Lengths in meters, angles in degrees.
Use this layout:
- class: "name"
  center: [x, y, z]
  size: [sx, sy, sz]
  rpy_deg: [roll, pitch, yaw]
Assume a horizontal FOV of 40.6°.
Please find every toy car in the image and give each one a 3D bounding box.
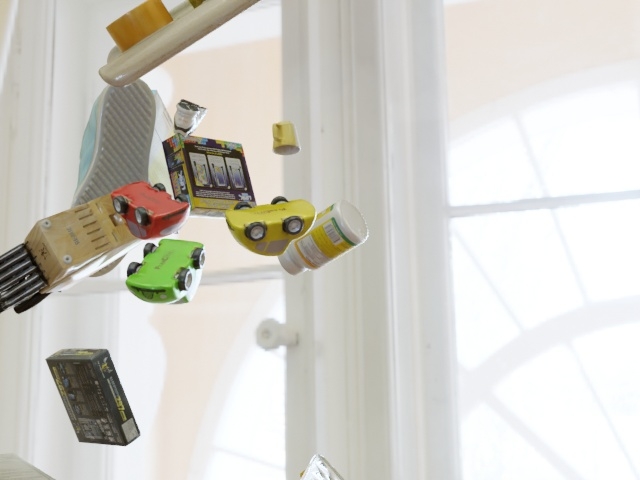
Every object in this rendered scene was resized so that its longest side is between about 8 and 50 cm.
- class: "toy car"
  center: [-0.138, 0.011, 0.903]
  size: [0.239, 0.053, 0.225]
  rpy_deg: [6, 28, 12]

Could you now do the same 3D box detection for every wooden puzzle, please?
- class: "wooden puzzle"
  center: [-0.207, -0.362, 1.332]
  size: [0.322, 0.080, 0.348]
  rpy_deg: [-33, 21, -2]

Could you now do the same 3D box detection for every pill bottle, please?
- class: "pill bottle"
  center: [0.000, 0.000, 2.056]
  size: [0.208, 0.117, 0.118]
  rpy_deg: [-32, -24, 26]

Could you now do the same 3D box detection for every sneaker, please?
- class: "sneaker"
  center: [-0.384, -0.115, 1.587]
  size: [0.135, 0.365, 0.150]
  rpy_deg: [17, -2, -22]
- class: "sneaker"
  center: [-0.186, -0.170, 1.204]
  size: [0.040, 0.043, 0.109]
  rpy_deg: [19, 13, 0]

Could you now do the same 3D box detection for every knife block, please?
- class: "knife block"
  center: [-0.422, 0.026, 1.437]
  size: [0.276, 0.088, 0.242]
  rpy_deg: [-27, -5, -38]

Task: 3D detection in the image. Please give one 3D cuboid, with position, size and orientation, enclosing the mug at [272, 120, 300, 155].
- class: "mug"
  center: [-0.076, -0.230, 1.898]
  size: [0.062, 0.064, 0.078]
  rpy_deg: [-2, -16, -6]

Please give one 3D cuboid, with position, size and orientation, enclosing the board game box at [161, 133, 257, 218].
- class: "board game box"
  center: [-0.196, -0.111, 1.552]
  size: [0.048, 0.141, 0.170]
  rpy_deg: [-21, -13, 34]

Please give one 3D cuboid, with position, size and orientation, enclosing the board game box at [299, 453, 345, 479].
- class: "board game box"
  center: [0.081, 0.515, 1.221]
  size: [0.050, 0.390, 0.390]
  rpy_deg: [-43, -4, 9]

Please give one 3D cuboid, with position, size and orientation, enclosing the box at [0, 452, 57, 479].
- class: "box"
  center: [-0.540, 0.467, 1.491]
  size: [0.148, 0.121, 0.311]
  rpy_deg: [5, 0, -40]

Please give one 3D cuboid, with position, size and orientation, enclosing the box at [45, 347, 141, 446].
- class: "box"
  center: [-0.536, 0.368, 2.038]
  size: [0.183, 0.232, 0.059]
  rpy_deg: [-7, 16, 38]

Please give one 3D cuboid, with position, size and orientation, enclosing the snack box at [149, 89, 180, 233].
- class: "snack box"
  center: [-0.401, -0.191, 2.147]
  size: [0.060, 0.187, 0.322]
  rpy_deg: [1, -42, 22]
